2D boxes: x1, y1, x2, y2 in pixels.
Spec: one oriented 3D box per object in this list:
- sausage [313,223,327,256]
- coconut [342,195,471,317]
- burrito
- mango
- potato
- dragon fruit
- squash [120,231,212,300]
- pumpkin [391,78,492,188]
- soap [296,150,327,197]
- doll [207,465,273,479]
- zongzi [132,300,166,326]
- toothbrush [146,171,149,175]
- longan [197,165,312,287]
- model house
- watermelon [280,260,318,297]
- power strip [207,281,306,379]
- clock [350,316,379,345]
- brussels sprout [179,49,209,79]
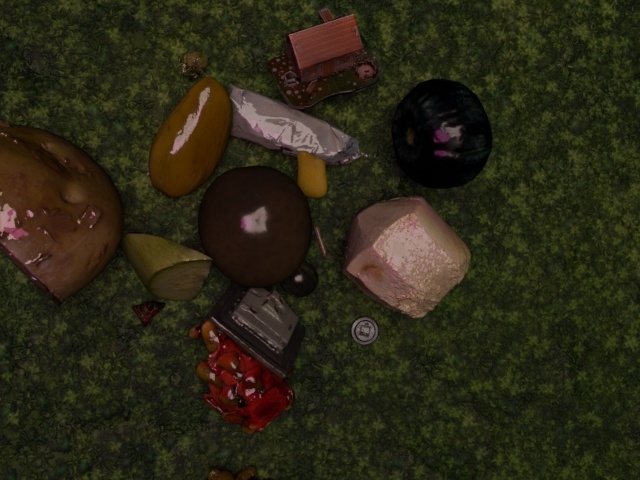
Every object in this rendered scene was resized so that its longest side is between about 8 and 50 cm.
[{"bbox_3d":[0.000,0.000,1.717,0.015,0.015,0.100,-18,91,-8],"label":"sausage"},{"bbox_3d":[0.212,0.031,1.609,0.309,0.297,0.297,41,84,-5],"label":"coconut"},{"bbox_3d":[-0.067,-0.296,1.674,0.445,0.101,0.139,21,81,-7],"label":"burrito"},{"bbox_3d":[-0.333,-0.261,1.588,0.142,0.195,0.331,38,96,30],"label":"mango"},{"bbox_3d":[-0.673,-0.100,1.453,0.442,0.385,0.319,48,68,-15],"label":"potato"},{"bbox_3d":[-0.205,0.349,1.581,0.227,0.243,0.307,-32,117,-45],"label":"dragon fruit"},{"bbox_3d":[-0.409,0.049,1.572,0.204,0.237,0.155,0,56,-26],"label":"squash"},{"bbox_3d":[0.334,-0.286,1.629,0.238,0.315,0.315,-13,90,-17],"label":"pumpkin"},{"bbox_3d":[-0.023,-0.184,1.663,0.089,0.168,0.033,6,43,4],"label":"soap"},{"bbox_3d":[-0.209,0.689,1.631,0.210,0.097,0.137,8,82,-13],"label":"doll"},{"bbox_3d":[-0.464,0.182,1.621,0.083,0.073,0.067,-31,74,-9],"label":"zongzi"},{"bbox_3d":[-0.414,-0.226,1.669,0.162,0.014,0.017,-32,80,-8],"label":"toothbrush"},{"bbox_3d":[-0.167,-0.038,1.561,0.319,0.319,0.319,0,88,-8],"label":"longan"},{"bbox_3d":[0.014,-0.509,1.632,0.294,0.154,0.207,-22,65,-9],"label":"model house"},{"bbox_3d":[-0.051,0.114,1.664,0.133,0.105,0.105,42,83,-13],"label":"watermelon"},{"bbox_3d":[-0.145,0.207,1.574,0.251,0.257,0.092,45,111,-8],"label":"power strip"},{"bbox_3d":[0.127,0.260,1.726,0.085,0.017,0.085,0,88,-8],"label":"clock"},{"bbox_3d":[-0.353,-0.489,1.666,0.085,0.058,0.085,0,103,1],"label":"brussels sprout"}]
